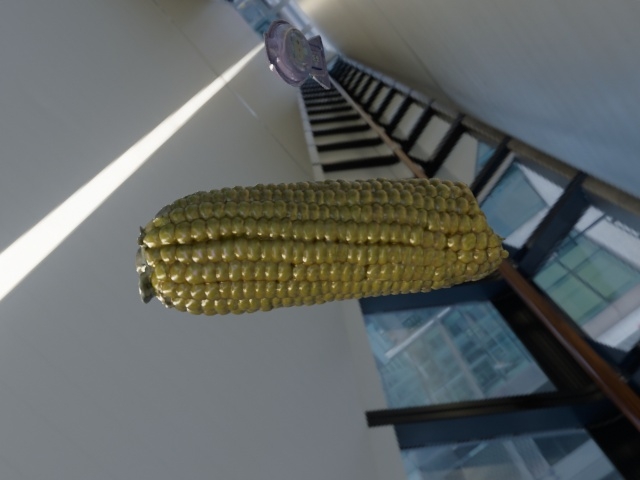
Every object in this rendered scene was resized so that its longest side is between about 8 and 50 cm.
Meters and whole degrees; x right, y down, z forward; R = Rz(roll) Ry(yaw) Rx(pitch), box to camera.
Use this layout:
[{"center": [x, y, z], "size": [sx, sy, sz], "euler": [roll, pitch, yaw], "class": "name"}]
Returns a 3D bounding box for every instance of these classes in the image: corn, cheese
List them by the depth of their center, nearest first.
[{"center": [0.000, 0.000, 0.702], "size": [0.144, 0.388, 0.143], "euler": [172, 90, -85], "class": "corn"}, {"center": [-0.037, -0.294, 1.037], "size": [0.191, 0.042, 0.105], "euler": [-18, -81, -62], "class": "cheese"}]
